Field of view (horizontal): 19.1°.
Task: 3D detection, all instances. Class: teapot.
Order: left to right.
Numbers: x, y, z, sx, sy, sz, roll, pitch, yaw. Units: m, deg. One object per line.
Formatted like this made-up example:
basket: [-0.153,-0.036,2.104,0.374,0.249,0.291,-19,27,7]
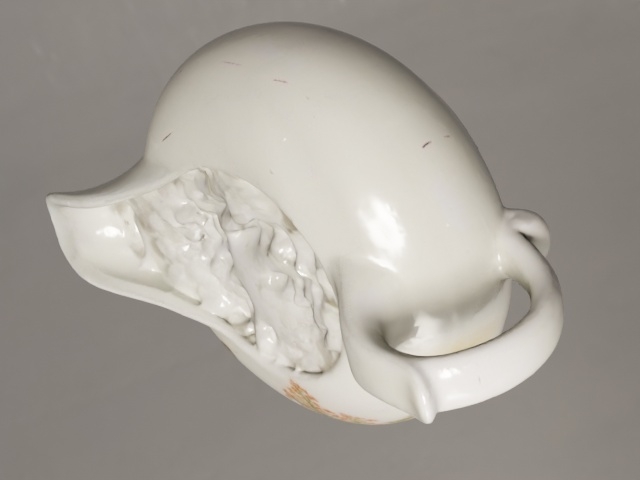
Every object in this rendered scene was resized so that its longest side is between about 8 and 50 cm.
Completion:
teapot: [0.000,0.000,0.894,0.139,0.204,0.298,-31,29,-33]
